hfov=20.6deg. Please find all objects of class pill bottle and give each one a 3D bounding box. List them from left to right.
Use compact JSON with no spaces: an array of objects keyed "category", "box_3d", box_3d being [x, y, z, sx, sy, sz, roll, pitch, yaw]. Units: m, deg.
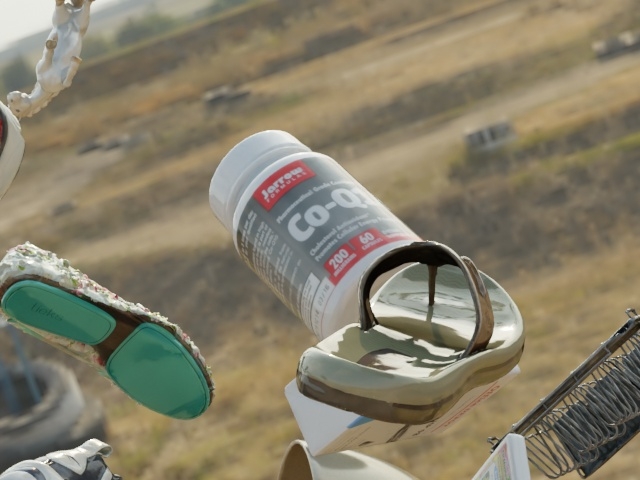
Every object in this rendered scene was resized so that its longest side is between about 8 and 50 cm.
[{"category":"pill bottle","box_3d":[0.000,0.000,2.005,0.161,0.161,0.283,-23,45,-25]}]

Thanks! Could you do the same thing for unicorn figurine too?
[{"category":"unicorn figurine","box_3d":[-0.246,-0.173,1.629,0.162,0.060,0.111,-59,7,-22]}]

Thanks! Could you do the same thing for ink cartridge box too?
[{"category":"ink cartridge box","box_3d":[0.076,0.105,1.337,0.180,0.060,0.104,-4,-29,-43]}]

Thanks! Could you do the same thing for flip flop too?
[{"category":"flip flop","box_3d":[0.060,0.044,1.082,0.112,0.080,0.277,9,11,19]}]

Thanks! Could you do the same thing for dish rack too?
[{"category":"dish rack","box_3d":[0.270,0.143,1.636,0.208,0.074,0.271,-47,-17,17]}]

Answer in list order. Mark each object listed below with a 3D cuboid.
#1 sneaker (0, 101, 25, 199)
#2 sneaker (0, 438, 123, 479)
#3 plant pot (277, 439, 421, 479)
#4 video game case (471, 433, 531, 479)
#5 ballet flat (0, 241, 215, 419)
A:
[{"category":"sneaker","box_3d":[-0.344,-0.005,1.400,0.107,0.279,0.118,19,-7,27]},{"category":"sneaker","box_3d":[-0.222,0.275,1.541,0.094,0.235,0.153,17,29,30]},{"category":"plant pot","box_3d":[0.061,0.353,1.834,0.191,0.284,0.284,3,4,-11]},{"category":"video game case","box_3d":[0.140,0.262,1.440,0.019,0.157,0.143,12,-43,-18]},{"category":"ballet flat","box_3d":[-0.188,0.073,1.559,0.091,0.241,0.077,-42,32,17]}]
